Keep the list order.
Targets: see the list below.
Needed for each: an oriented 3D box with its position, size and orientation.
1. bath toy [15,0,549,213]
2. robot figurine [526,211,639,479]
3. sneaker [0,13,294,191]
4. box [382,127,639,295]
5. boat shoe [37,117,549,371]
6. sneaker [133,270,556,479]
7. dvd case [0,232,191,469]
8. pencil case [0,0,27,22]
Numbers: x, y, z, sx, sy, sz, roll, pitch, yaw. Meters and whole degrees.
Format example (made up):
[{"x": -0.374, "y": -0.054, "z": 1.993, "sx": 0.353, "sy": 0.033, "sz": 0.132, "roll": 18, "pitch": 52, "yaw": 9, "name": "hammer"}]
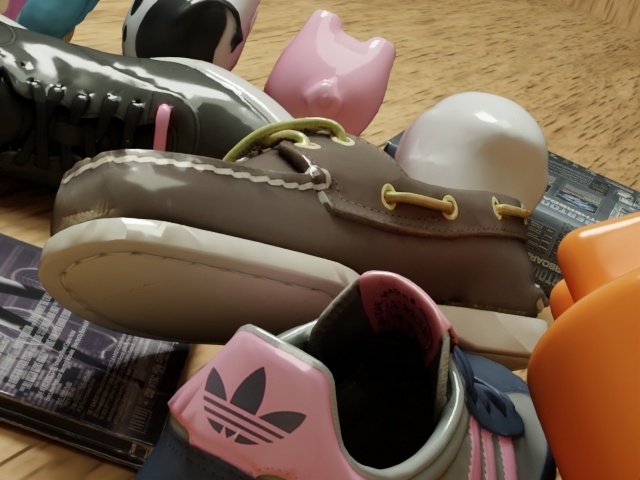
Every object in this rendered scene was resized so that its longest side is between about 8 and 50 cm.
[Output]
[{"x": -0.029, "y": -0.074, "z": 1.003, "sx": 0.348, "sy": 0.129, "sz": 0.151, "roll": 24, "pitch": -20, "yaw": -2, "name": "bath toy"}, {"x": 0.161, "y": 0.090, "z": 0.636, "sx": 0.128, "sy": 0.158, "sz": 0.219, "roll": 8, "pitch": 52, "yaw": -38, "name": "robot figurine"}, {"x": -0.152, "y": -0.059, "z": 0.863, "sx": 0.296, "sy": 0.104, "sz": 0.147, "roll": 21, "pitch": 18, "yaw": 21, "name": "sneaker"}, {"x": 0.161, "y": -0.016, "z": 1.143, "sx": 0.233, "sy": 0.059, "sz": 0.183, "roll": 24, "pitch": 17, "yaw": 9, "name": "box"}, {"x": 0.000, "y": 0.000, "z": 0.735, "sx": 0.117, "sy": 0.096, "sz": 0.324, "roll": -13, "pitch": -18, "yaw": 38, "name": "boat shoe"}, {"x": 0.035, "y": 0.071, "z": 0.616, "sx": 0.112, "sy": 0.131, "sz": 0.319, "roll": 25, "pitch": 18, "yaw": 17, "name": "sneaker"}, {"x": -0.168, "y": 0.027, "z": 0.712, "sx": 0.221, "sy": 0.018, "sz": 0.164, "roll": 20, "pitch": 19, "yaw": -4, "name": "dvd case"}, {"x": -0.309, "y": -0.221, "z": 1.184, "sx": 0.206, "sy": 0.088, "sz": 0.086, "roll": 13, "pitch": 13, "yaw": -27, "name": "pencil case"}]
